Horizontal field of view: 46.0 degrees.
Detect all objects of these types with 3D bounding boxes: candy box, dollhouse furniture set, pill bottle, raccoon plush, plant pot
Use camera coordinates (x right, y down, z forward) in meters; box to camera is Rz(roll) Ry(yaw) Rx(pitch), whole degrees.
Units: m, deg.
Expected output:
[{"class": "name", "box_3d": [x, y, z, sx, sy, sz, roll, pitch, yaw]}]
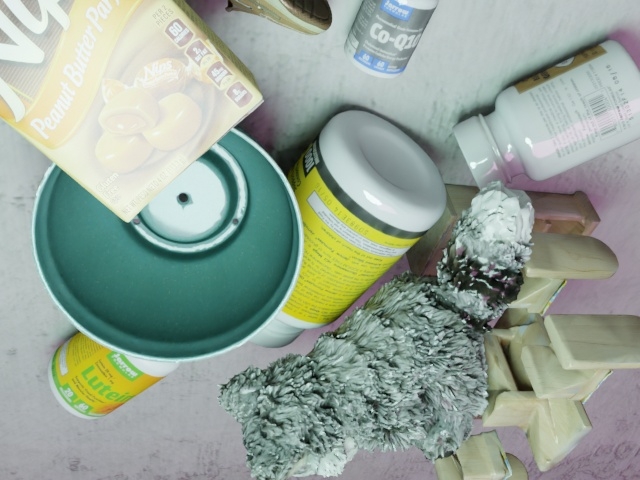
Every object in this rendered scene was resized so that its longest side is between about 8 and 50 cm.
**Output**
[{"class": "candy box", "box_3d": [-0.225, -0.187, 0.670, 0.183, 0.087, 0.316, -41, 118, 10]}, {"class": "dollhouse furniture set", "box_3d": [0.309, 0.120, 1.088, 0.256, 0.394, 0.362, 3, 137, -18]}, {"class": "pill bottle", "box_3d": [-0.300, 0.170, 1.185, 0.246, 0.136, 0.136, -34, 135, 23]}, {"class": "raccoon plush", "box_3d": [0.045, 0.114, 0.941, 0.299, 0.216, 0.446, -4, 118, -28]}, {"class": "plant pot", "box_3d": [-0.170, -0.030, 0.906, 0.293, 0.196, 0.293, -1, 110, -4]}, {"class": "pill bottle", "box_3d": [0.296, -0.151, 0.977, 0.229, 0.131, 0.131, -25, 138, 14]}, {"class": "pill bottle", "box_3d": [0.085, -0.258, 0.842, 0.078, 0.078, 0.137, 6, 136, -21]}, {"class": "pill bottle", "box_3d": [0.000, 0.000, 1.030, 0.188, 0.188, 0.334, 18, 131, -31]}]

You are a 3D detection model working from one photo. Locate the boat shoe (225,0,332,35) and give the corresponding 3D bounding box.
[{"class": "boat shoe", "box_3d": [-0.076, -0.271, 0.805, 0.190, 0.068, 0.072, 29, 137, -26]}]
